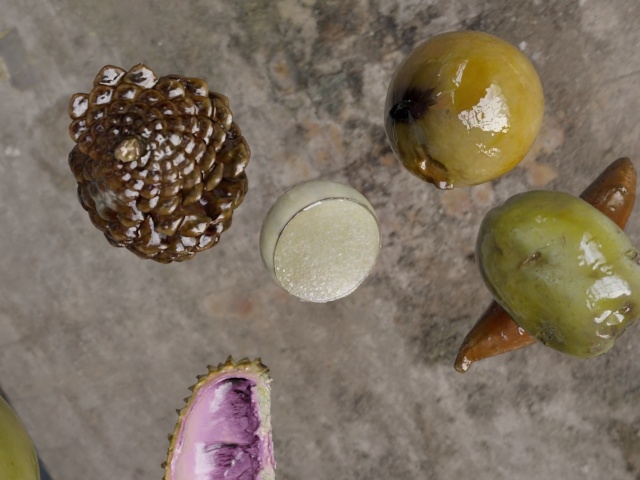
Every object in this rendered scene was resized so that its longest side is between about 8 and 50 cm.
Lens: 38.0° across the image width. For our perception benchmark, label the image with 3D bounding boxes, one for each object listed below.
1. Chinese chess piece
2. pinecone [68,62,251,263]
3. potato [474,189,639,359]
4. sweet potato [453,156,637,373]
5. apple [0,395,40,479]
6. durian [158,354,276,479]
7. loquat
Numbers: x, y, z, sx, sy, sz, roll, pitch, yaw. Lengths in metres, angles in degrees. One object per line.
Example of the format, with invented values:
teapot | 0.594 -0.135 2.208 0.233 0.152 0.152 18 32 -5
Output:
Chinese chess piece | 0.000 0.000 0.910 0.051 0.122 0.122 -128 34 -55
pinecone | -0.162 -0.066 0.940 0.185 0.169 0.212 67 158 17
potato | 0.267 0.032 1.038 0.154 0.137 0.200 -44 76 4
sweet potato | 0.304 0.044 1.185 0.359 0.112 0.112 -44 86 -4
apple | -0.339 0.200 0.666 0.262 0.262 0.262 15 122 26
durian | -0.163 0.357 1.528 0.191 0.341 0.112 -5 157 -1
loquat | 0.130 -0.121 0.858 0.137 0.163 0.163 31 131 -16
